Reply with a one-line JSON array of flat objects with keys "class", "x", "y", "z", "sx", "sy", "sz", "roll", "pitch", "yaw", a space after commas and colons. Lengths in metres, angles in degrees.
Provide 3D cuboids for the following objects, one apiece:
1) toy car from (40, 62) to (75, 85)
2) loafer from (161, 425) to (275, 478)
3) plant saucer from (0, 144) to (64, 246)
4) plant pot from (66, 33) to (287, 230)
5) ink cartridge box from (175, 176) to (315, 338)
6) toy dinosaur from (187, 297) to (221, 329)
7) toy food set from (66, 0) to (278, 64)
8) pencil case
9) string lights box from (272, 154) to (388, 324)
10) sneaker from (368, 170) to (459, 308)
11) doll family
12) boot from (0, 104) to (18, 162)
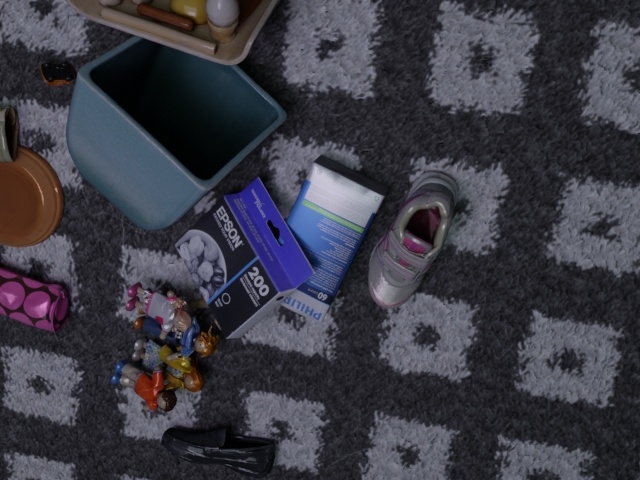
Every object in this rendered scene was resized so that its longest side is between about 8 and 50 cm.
[{"class": "toy car", "x": -0.443, "y": -0.256, "z": 1.329, "sx": 0.040, "sy": 0.060, "sz": 0.122, "roll": -30, "pitch": 93, "yaw": 49}, {"class": "loafer", "x": -0.196, "y": 0.394, "z": 1.472, "sx": 0.223, "sy": 0.076, "sz": 0.078, "roll": 14, "pitch": 103, "yaw": 1}, {"class": "plant saucer", "x": -0.579, "y": -0.080, "z": 1.415, "sx": 0.200, "sy": 0.037, "sz": 0.200, "roll": 3, "pitch": 108, "yaw": 9}, {"class": "plant pot", "x": -0.256, "y": -0.159, "z": 1.223, "sx": 0.248, "sy": 0.247, "sz": 0.252, "roll": 43, "pitch": 136, "yaw": -4}, {"class": "ink cartridge box", "x": -0.136, "y": 0.031, "z": 1.307, "sx": 0.208, "sy": 0.045, "sz": 0.206, "roll": -41, "pitch": 70, "yaw": 27}, {"class": "toy dinosaur", "x": -0.178, "y": 0.114, "z": 1.403, "sx": 0.183, "sy": 0.053, "sz": 0.093, "roll": -24, "pitch": 84, "yaw": 21}, {"class": "toy food set", "x": -0.205, "y": -0.402, "z": 1.148, "sx": 0.306, "sy": 0.220, "sz": 0.092, "roll": 20, "pitch": 147, "yaw": 4}, {"class": "pencil case", "x": -0.580, "y": 0.099, "z": 1.444, "sx": 0.209, "sy": 0.095, "sz": 0.098, "roll": 19, "pitch": 93, "yaw": 2}, {"class": "string lights box", "x": 0.000, "y": 0.000, "z": 1.312, "sx": 0.133, "sy": 0.077, "sz": 0.260, "roll": 27, "pitch": 109, "yaw": 2}, {"class": "sneaker", "x": 0.147, "y": 0.009, "z": 1.269, "sx": 0.103, "sy": 0.111, "sz": 0.252, "roll": 22, "pitch": 109, "yaw": 3}, {"class": "doll family", "x": -0.272, "y": 0.193, "z": 1.405, "sx": 0.163, "sy": 0.118, "sz": 0.263, "roll": 24, "pitch": 113, "yaw": 21}, {"class": "boot", "x": -0.631, "y": -0.232, "z": 1.357, "sx": 0.165, "sy": 0.077, "sz": 0.213, "roll": -8, "pitch": 88, "yaw": 3}]
